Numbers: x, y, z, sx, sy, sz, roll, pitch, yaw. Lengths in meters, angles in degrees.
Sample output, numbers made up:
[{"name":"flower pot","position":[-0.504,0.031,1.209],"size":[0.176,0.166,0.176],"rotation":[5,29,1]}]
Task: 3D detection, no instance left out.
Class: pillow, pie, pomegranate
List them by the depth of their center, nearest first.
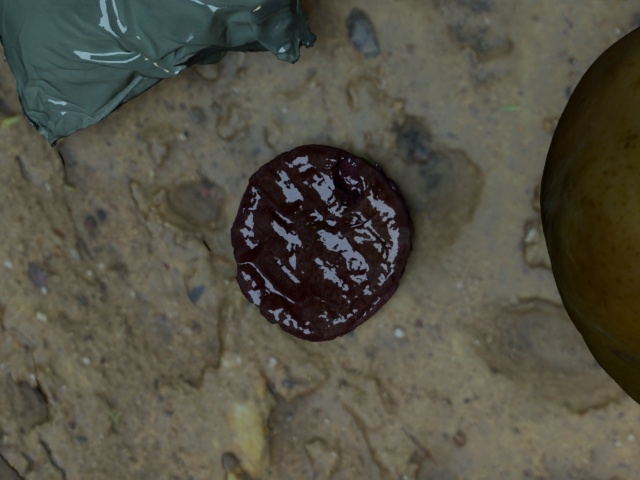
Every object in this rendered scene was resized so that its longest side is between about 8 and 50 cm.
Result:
[{"name":"pomegranate","position":[0.278,-0.016,1.244],"size":[0.307,0.307,0.307],"rotation":[2,98,17]},{"name":"pillow","position":[-0.156,-0.245,1.429],"size":[0.283,0.138,0.310],"rotation":[-14,91,27]},{"name":"pie","position":[0.000,0.000,1.464],"size":[0.154,0.038,0.153],"rotation":[3,100,19]}]
